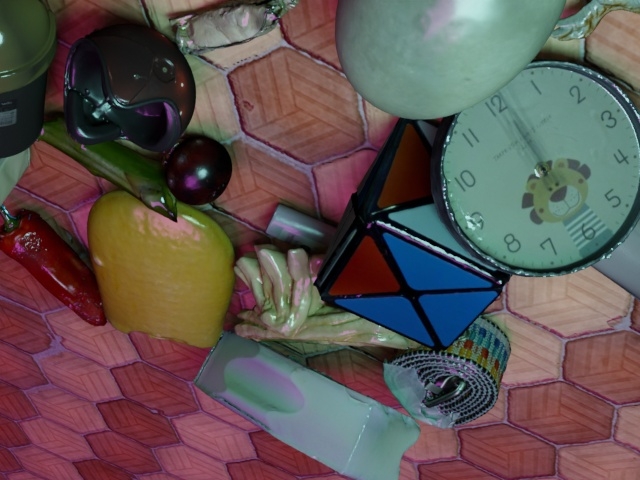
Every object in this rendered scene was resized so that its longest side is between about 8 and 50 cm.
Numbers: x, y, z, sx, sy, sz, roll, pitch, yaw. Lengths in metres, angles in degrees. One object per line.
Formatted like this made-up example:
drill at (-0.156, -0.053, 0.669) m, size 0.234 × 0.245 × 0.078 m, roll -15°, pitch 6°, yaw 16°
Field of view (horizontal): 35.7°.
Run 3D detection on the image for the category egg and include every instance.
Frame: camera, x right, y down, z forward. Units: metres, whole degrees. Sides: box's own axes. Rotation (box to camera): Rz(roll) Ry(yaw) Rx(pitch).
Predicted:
egg at (0.157, -0.296, 1.214) m, size 0.258 × 0.258 × 0.352 m, roll 29°, pitch 136°, yaw -11°

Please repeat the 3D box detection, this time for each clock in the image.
clock at (0.309, -0.099, 1.378) m, size 0.312 × 0.313 × 0.061 m, roll 26°, pitch -176°, yaw -7°

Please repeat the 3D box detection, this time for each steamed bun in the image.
steamed bun at (-0.030, 0.102, 1.828) m, size 0.247 × 0.189 × 0.428 m, roll 3°, pitch 175°, yaw -38°

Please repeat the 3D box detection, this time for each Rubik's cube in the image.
Rubik's cube at (0.164, -0.012, 1.568) m, size 0.248 × 0.250 × 0.246 m, roll 27°, pitch 142°, yaw -5°

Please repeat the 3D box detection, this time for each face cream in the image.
face cream at (0.000, 0.000, 1.812) m, size 0.198 × 0.057 × 0.084 m, roll 25°, pitch 151°, yaw -4°

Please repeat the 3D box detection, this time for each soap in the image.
soap at (-0.317, 0.051, 1.975) m, size 0.306 × 0.115 × 0.427 m, roll 21°, pitch 142°, yaw 6°
soap at (-0.047, 0.326, 2.017) m, size 0.446 × 0.156 × 0.261 m, roll 22°, pitch 174°, yaw 43°

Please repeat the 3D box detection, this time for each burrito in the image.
burrito at (-0.129, -0.324, 1.470) m, size 0.229 × 0.063 × 0.058 m, roll -5°, pitch 145°, yaw 33°

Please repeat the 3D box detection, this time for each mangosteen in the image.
mangosteen at (-0.221, -0.129, 1.717) m, size 0.140 × 0.140 × 0.140 m, roll 13°, pitch 142°, yaw 10°

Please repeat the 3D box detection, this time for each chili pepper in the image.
chili pepper at (-0.569, 0.041, 2.082) m, size 0.110 × 0.110 × 0.387 m, roll -13°, pitch 129°, yaw 36°

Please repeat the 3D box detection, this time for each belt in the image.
belt at (0.242, 0.248, 1.931) m, size 0.207 × 0.150 × 0.257 m, roll 40°, pitch 139°, yaw -12°

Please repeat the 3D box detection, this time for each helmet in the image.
helmet at (-0.296, -0.236, 1.547) m, size 0.216 × 0.193 × 0.189 m, roll 44°, pitch 144°, yaw -16°

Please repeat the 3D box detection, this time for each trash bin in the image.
trash bin at (-0.528, -0.293, 1.579) m, size 0.214 × 0.214 × 0.334 m, roll 22°, pitch 150°, yaw -2°

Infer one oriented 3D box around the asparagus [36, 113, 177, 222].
asparagus at (-0.385, -0.148, 1.773) m, size 0.343 × 0.082 × 0.085 m, roll 33°, pitch 111°, yaw 5°

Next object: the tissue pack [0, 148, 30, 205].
tissue pack at (-0.729, -0.113, 1.747) m, size 0.297 × 0.380 × 0.207 m, roll 19°, pitch 138°, yaw 4°

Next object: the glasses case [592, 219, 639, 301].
glasses case at (0.470, 0.001, 1.581) m, size 0.308 × 0.083 × 0.128 m, roll 33°, pitch 147°, yaw -16°

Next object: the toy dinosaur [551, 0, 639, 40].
toy dinosaur at (0.417, -0.358, 1.157) m, size 0.393 × 0.092 × 0.205 m, roll -14°, pitch 131°, yaw 35°
